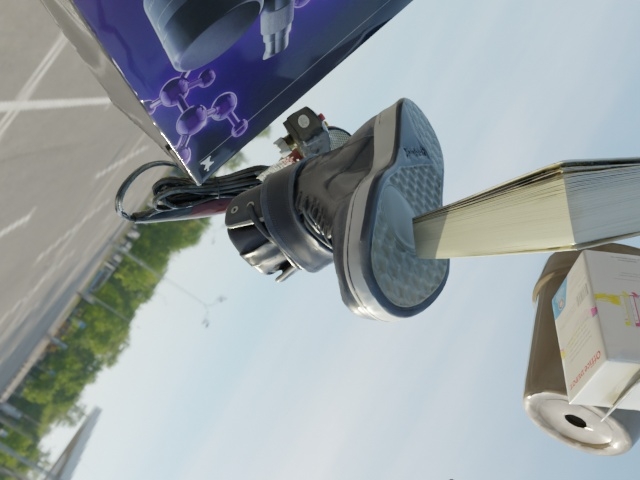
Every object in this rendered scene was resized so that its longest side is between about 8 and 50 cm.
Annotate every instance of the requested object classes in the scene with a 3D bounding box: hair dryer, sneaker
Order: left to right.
[{"bbox_3d":[-0.067,-0.067,0.806,0.223,0.080,0.293,-15,166,12],"label":"hair dryer"},{"bbox_3d":[0.001,0.001,0.528,0.163,0.086,0.226,-26,-157,24],"label":"sneaker"}]

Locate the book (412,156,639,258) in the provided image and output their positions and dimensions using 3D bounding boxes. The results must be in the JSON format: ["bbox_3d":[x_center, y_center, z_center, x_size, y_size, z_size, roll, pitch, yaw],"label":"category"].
[{"bbox_3d":[0.118,-0.012,0.371,0.144,0.096,0.035,161,-79,-72],"label":"book"}]

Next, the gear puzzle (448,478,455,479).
[{"bbox_3d":[0.292,0.541,1.223,0.339,0.044,0.176,28,-97,39],"label":"gear puzzle"}]

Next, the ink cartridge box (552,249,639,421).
[{"bbox_3d":[0.291,0.096,0.740,0.092,0.089,0.143,101,-6,-52],"label":"ink cartridge box"}]

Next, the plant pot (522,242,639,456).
[{"bbox_3d":[0.494,0.209,1.352,0.280,0.323,0.323,-54,-170,-28],"label":"plant pot"}]

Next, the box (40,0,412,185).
[{"bbox_3d":[-0.024,-0.184,0.405,0.261,0.103,0.184,-43,155,-9],"label":"box"}]
